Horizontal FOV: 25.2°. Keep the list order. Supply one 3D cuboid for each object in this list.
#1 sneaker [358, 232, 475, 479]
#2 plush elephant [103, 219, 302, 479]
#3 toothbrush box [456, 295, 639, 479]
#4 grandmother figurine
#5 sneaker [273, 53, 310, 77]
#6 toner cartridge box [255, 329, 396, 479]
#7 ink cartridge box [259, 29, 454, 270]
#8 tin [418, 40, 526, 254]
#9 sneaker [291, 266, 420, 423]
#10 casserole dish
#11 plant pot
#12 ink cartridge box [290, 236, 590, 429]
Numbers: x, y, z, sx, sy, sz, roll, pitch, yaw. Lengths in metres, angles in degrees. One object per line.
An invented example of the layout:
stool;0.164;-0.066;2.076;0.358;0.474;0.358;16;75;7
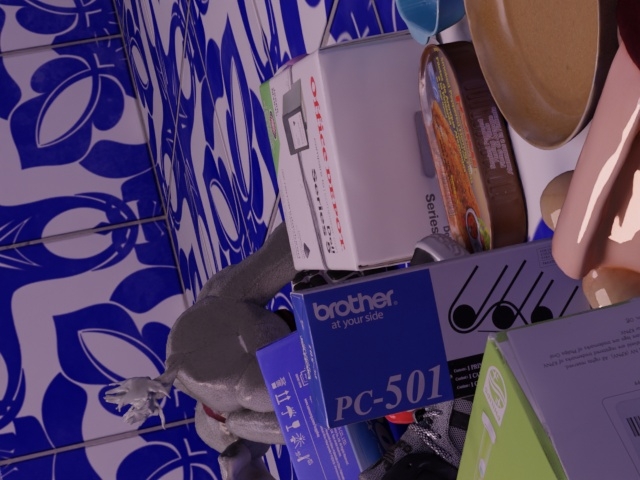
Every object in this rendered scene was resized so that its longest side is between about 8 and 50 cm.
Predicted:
sneaker;0.093;0.137;1.136;0.101;0.153;0.268;147;102;-78
plush elephant;-0.085;0.186;1.841;0.271;0.330;0.255;62;179;31
toothbrush box;0.179;0.150;0.707;0.283;0.206;0.122;95;159;-50
grandmother figurine;0.182;-0.099;0.727;0.342;0.104;0.207;89;156;-48
sneaker;0.013;-0.082;1.525;0.104;0.095;0.236;-138;33;-61
toner cartridge box;0.044;0.272;1.530;0.165;0.075;0.347;35;-149;-61
ink cartridge box;0.036;-0.077;1.346;0.273;0.115;0.198;174;84;-78
tin;0.122;-0.069;1.157;0.106;0.040;0.189;134;123;-80
sneaker;0.046;0.102;1.511;0.279;0.107;0.118;-118;9;-61
casserole dish;0.086;-0.253;1.150;0.114;0.037;0.188;-129;31;-65
plant pot;0.147;-0.179;0.957;0.236;0.032;0.236;169;90;-78
ink cartridge box;0.090;0.063;1.017;0.046;0.207;0.097;177;82;-77
